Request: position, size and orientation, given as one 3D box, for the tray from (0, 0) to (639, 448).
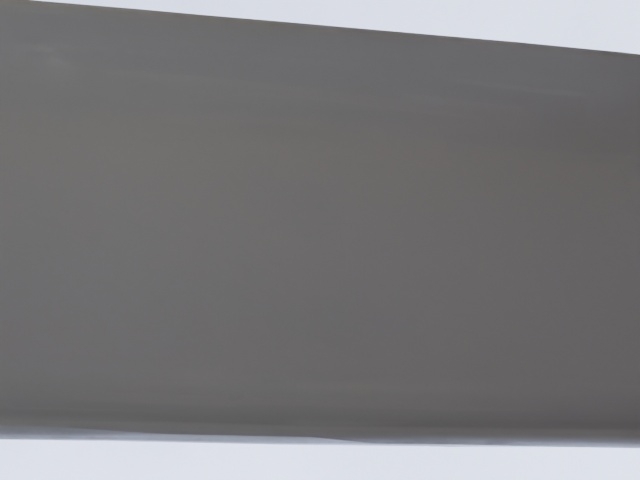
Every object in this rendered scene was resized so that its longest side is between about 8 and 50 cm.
[{"bbox_3d":[0.000,0.000,0.421,0.270,0.030,0.145,3,-132,-15],"label":"tray"}]
